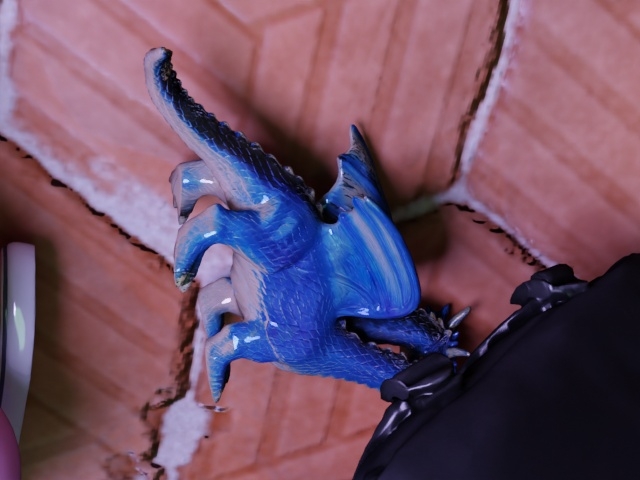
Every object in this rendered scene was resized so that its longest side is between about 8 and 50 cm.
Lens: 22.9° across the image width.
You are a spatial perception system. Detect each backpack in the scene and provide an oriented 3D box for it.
[{"bbox_3d":[0.094,0.226,0.798,0.273,0.290,0.355,45,128,12],"label":"backpack"}]

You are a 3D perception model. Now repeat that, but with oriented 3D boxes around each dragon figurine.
[{"bbox_3d":[0.000,0.000,0.805,0.144,0.085,0.289,-12,124,1],"label":"dragon figurine"}]

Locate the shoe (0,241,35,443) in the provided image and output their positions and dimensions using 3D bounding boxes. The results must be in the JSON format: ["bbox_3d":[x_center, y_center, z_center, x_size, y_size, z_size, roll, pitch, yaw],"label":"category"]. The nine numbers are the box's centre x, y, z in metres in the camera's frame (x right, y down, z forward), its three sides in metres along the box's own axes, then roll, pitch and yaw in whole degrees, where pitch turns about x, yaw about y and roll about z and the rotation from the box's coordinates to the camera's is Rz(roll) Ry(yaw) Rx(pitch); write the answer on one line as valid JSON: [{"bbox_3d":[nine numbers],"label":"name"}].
[{"bbox_3d":[-0.199,0.076,0.849,0.081,0.063,0.178,7,123,-13],"label":"shoe"}]

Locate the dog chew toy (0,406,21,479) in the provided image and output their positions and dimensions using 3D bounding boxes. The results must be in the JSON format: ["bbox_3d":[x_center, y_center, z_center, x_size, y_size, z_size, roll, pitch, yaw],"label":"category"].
[{"bbox_3d":[-0.255,0.035,0.728,0.207,0.206,0.331,-24,110,10],"label":"dog chew toy"}]
